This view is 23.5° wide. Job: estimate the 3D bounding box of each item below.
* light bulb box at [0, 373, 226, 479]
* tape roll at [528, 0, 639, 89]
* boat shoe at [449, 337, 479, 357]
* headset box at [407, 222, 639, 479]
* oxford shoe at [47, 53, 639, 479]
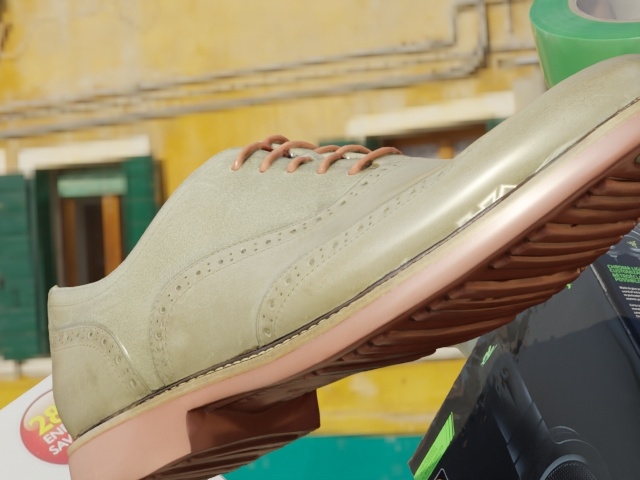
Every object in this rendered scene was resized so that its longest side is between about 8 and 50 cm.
[{"bbox_3d":[-0.224,0.347,1.188,0.358,0.361,0.225,-36,56,-25],"label":"light bulb box"},{"bbox_3d":[0.373,-0.233,1.544,0.321,0.077,0.321,-15,24,7],"label":"tape roll"},{"bbox_3d":[0.119,0.067,1.332,0.050,0.045,0.135,-32,19,-17],"label":"boat shoe"},{"bbox_3d":[0.187,0.149,0.939,0.131,0.283,0.246,7,-51,-24],"label":"headset box"},{"bbox_3d":[0.000,0.000,0.750,0.397,0.146,0.140,-31,-17,27],"label":"oxford shoe"}]
